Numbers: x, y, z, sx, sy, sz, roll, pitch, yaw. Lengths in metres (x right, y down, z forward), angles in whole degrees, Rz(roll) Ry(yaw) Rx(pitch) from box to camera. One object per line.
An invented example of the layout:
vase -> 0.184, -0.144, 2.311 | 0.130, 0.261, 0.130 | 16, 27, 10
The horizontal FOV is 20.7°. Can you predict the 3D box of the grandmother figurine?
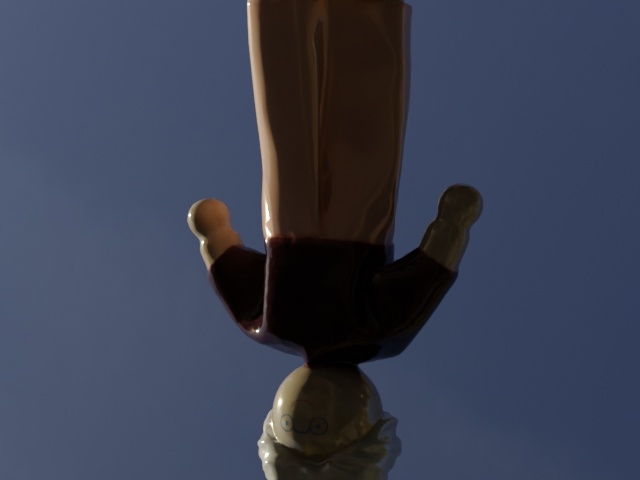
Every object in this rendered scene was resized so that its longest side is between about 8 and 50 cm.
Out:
grandmother figurine -> 0.000, 0.000, 1.094 | 0.208, 0.104, 0.342 | 0, -87, 43
